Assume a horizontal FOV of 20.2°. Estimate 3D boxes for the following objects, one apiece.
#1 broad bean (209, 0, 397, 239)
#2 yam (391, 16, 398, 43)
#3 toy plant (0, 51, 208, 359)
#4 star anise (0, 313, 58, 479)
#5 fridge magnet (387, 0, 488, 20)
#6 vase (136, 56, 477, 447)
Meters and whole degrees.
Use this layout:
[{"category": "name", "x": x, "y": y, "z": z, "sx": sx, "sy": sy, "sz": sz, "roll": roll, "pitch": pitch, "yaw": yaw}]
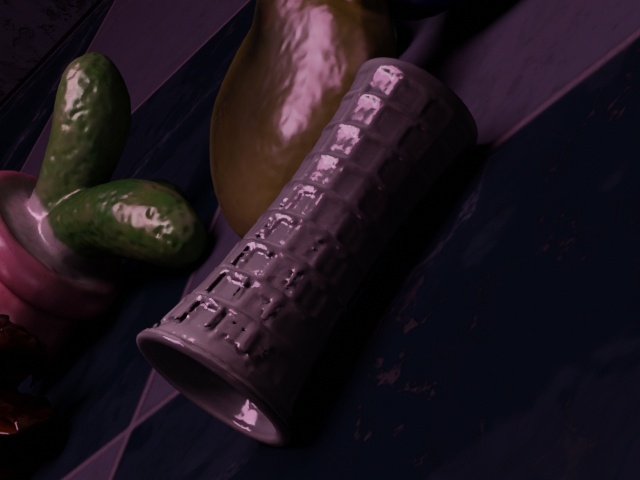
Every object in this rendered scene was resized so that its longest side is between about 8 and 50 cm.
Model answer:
[{"category": "broad bean", "x": -0.016, "y": -0.128, "z": 1.632, "sx": 0.238, "sy": 0.119, "sz": 0.291, "roll": -15, "pitch": 61, "yaw": 57}, {"category": "yam", "x": 0.024, "y": -0.243, "z": 1.891, "sx": 0.093, "sy": 0.093, "sz": 0.259, "roll": -48, "pitch": 17, "yaw": 12}, {"category": "toy plant", "x": -0.286, "y": 0.008, "z": 2.033, "sx": 0.356, "sy": 0.210, "sz": 0.317, "roll": -41, "pitch": 52, "yaw": 18}, {"category": "star anise", "x": -0.352, "y": 0.174, "z": 1.930, "sx": 0.220, "sy": 0.125, "sz": 0.190, "roll": -9, "pitch": 84, "yaw": 51}, {"category": "fridge magnet", "x": 0.137, "y": -0.322, "z": 1.669, "sx": 0.265, "sy": 0.112, "sz": 0.265, "roll": -38, "pitch": 38, "yaw": 38}, {"category": "vase", "x": 0.000, "y": 0.000, "z": 1.394, "sx": 0.299, "sy": 0.143, "sz": 0.143, "roll": -55, "pitch": 17, "yaw": -18}]
